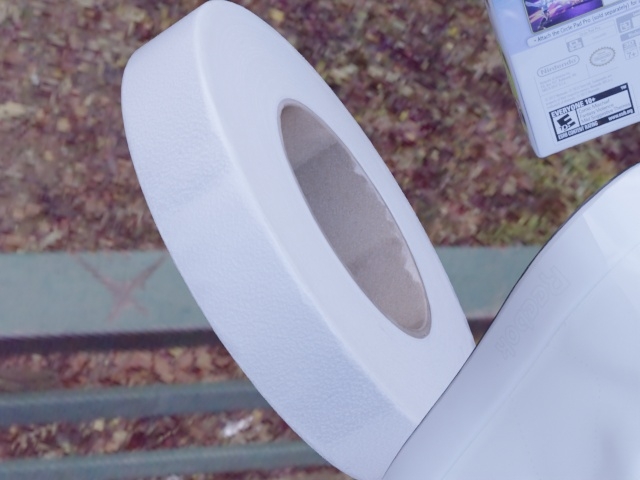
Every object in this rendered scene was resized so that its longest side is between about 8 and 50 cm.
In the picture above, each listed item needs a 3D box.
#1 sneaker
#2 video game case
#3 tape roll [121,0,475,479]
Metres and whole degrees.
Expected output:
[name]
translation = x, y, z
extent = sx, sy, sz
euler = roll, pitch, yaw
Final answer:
[sneaker]
translation = 0.108, 0.103, 0.535
extent = 0.106, 0.290, 0.123
euler = -33, 69, -33
[video game case]
translation = 0.258, -0.221, 0.965
extent = 0.269, 0.244, 0.061
euler = -20, 33, 5
[tape roll]
translation = 0.000, 0.000, 0.943
extent = 0.392, 0.072, 0.392
euler = 51, 18, -23
